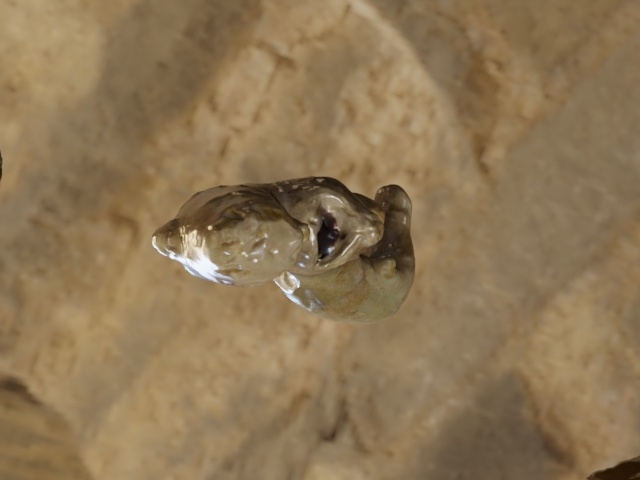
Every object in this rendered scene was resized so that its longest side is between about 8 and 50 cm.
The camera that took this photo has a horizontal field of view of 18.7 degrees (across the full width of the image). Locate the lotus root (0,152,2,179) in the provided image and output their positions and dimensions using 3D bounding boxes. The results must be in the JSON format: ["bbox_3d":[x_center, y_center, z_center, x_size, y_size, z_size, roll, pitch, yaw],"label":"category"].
[{"bbox_3d":[-0.315,-0.042,1.181,0.241,0.124,0.123,9,-92,19],"label":"lotus root"}]

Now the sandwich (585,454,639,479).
[{"bbox_3d":[0.302,0.255,1.522,0.198,0.227,0.155,-5,-71,34],"label":"sandwich"}]

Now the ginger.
[{"bbox_3d":[0.000,0.000,0.943,0.089,0.288,0.075,-14,-98,19],"label":"ginger"}]
